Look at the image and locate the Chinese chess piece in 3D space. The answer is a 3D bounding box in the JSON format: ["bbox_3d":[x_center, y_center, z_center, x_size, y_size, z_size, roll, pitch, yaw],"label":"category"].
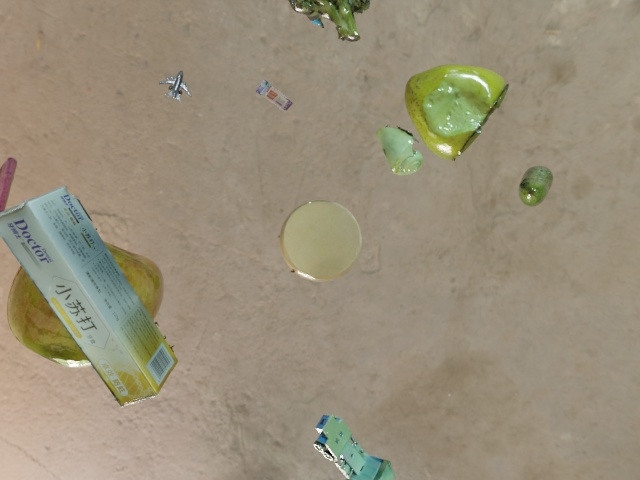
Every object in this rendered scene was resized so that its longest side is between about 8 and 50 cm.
[{"bbox_3d":[0.000,0.000,1.420,0.273,0.102,0.274,1,81,-5],"label":"Chinese chess piece"}]

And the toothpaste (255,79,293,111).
[{"bbox_3d":[-0.141,-0.448,1.378,0.040,0.196,0.047,43,102,8],"label":"toothpaste"}]

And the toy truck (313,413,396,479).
[{"bbox_3d":[0.062,0.376,0.768,0.081,0.067,0.175,-13,116,47],"label":"toy truck"}]

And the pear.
[{"bbox_3d":[0.372,-0.406,1.278,0.292,0.159,0.293,1,93,14],"label":"pear"}]

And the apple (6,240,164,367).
[{"bbox_3d":[-0.427,0.110,0.811,0.246,0.246,0.226,24,80,12],"label":"apple"}]

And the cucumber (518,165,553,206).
[{"bbox_3d":[0.404,-0.104,0.827,0.056,0.250,0.056,12,114,28],"label":"cucumber"}]

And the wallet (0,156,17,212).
[{"bbox_3d":[-0.657,-0.070,0.884,0.119,0.025,0.232,-46,43,13],"label":"wallet"}]

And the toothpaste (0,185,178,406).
[{"bbox_3d":[-0.311,0.081,0.612,0.071,0.089,0.313,-18,110,14],"label":"toothpaste"}]

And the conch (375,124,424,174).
[{"bbox_3d":[0.318,-0.374,1.763,0.137,0.143,0.251,-21,74,5],"label":"conch"}]

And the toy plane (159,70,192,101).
[{"bbox_3d":[-0.347,-0.375,1.065,0.078,0.083,0.031,18,153,-26],"label":"toy plane"}]

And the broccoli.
[{"bbox_3d":[0.028,-0.454,0.836,0.154,0.167,0.160,-15,96,23],"label":"broccoli"}]
